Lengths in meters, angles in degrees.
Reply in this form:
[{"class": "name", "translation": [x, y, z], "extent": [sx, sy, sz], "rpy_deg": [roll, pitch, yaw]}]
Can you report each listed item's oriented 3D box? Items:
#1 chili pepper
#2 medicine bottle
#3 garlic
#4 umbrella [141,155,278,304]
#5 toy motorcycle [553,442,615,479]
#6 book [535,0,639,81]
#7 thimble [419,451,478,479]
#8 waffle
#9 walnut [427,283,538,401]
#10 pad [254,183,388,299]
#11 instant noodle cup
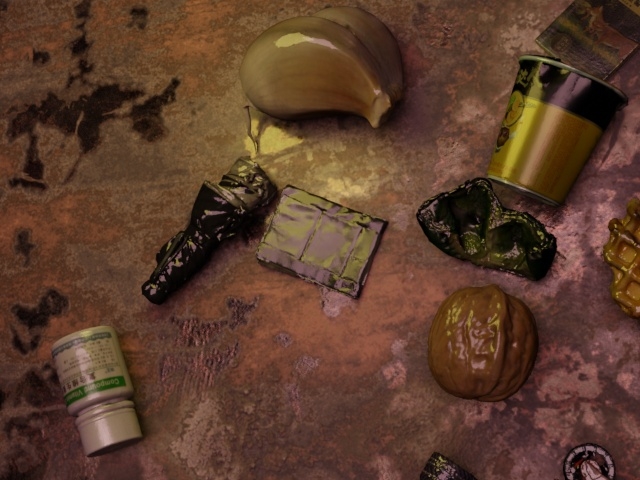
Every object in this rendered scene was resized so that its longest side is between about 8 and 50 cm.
[{"class": "chili pepper", "translation": [0.313, -0.022, 1.805], "extent": [0.265, 0.148, 0.116], "rpy_deg": [18, 57, 19]}, {"class": "medicine bottle", "translation": [-0.443, 0.301, 1.937], "extent": [0.139, 0.139, 0.236], "rpy_deg": [-22, 75, 10]}, {"class": "garlic", "translation": [-0.007, -0.348, 1.950], "extent": [0.340, 0.231, 0.245], "rpy_deg": [-9, 121, 29]}, {"class": "umbrella", "translation": [-0.235, -0.014, 1.959], "extent": [0.113, 0.106, 0.357], "rpy_deg": [43, 92, 15]}, {"class": "toy motorcycle", "translation": [0.506, 0.493, 1.662], "extent": [0.171, 0.089, 0.298], "rpy_deg": [-43, 71, 5]}, {"class": "book", "translation": [0.549, -0.415, 1.868], "extent": [0.228, 0.024, 0.160], "rpy_deg": [-45, 69, 4]}, {"class": "thimble", "translation": [0.229, 0.428, 1.743], "extent": [0.095, 0.104, 0.066], "rpy_deg": [30, 81, 15]}, {"class": "waffle", "translation": [0.649, 0.044, 1.652], "extent": [0.324, 0.151, 0.261], "rpy_deg": [-8, 86, 32]}, {"class": "walnut", "translation": [0.289, 0.180, 1.736], "extent": [0.213, 0.213, 0.213], "rpy_deg": [-3, 78, 15]}, {"class": "pad", "translation": [0.000, 0.000, 1.937], "extent": [0.233, 0.022, 0.174], "rpy_deg": [19, 84, 17]}, {"class": "instant noodle cup", "translation": [0.418, -0.195, 1.781], "extent": [0.216, 0.215, 0.236], "rpy_deg": [24, 95, 18]}]
